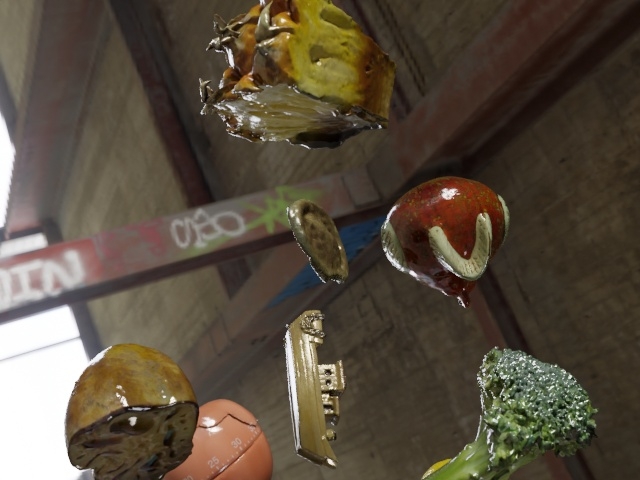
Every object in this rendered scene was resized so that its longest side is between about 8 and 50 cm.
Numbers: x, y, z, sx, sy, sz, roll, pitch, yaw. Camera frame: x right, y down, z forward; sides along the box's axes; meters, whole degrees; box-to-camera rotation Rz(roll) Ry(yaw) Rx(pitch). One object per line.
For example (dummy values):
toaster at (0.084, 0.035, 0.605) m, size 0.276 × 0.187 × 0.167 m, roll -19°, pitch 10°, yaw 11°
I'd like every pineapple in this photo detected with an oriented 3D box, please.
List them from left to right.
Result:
pineapple at (-0.019, -0.157, 0.824) m, size 0.236 × 0.186 × 0.114 m, roll 123°, pitch -23°, yaw -79°

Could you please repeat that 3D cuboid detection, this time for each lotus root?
lotus root at (-0.297, 0.246, 1.284) m, size 0.180 × 0.199 × 0.188 m, roll 58°, pitch -41°, yaw 38°

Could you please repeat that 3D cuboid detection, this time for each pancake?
pancake at (0.001, -0.001, 1.905) m, size 0.042 × 0.236 × 0.222 m, roll -25°, pitch -123°, yaw 21°

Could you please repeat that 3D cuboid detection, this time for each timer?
timer at (-0.213, 0.438, 1.713) m, size 0.215 × 0.230 × 0.229 m, roll 60°, pitch -29°, yaw 0°

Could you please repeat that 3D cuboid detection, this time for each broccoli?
broccoli at (0.323, 0.375, 1.587) m, size 0.275 × 0.353 × 0.397 m, roll 54°, pitch -50°, yaw 38°

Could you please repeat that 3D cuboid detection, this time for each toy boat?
toy boat at (-0.003, 0.183, 1.074) m, size 0.064 × 0.072 × 0.206 m, roll 105°, pitch -20°, yaw -55°

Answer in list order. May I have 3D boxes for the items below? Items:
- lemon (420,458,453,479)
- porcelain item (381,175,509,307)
lemon at (0.305, 0.581, 1.902) m, size 0.203 × 0.178 × 0.178 m, roll -123°, pitch -152°, yaw -63°
porcelain item at (0.241, 0.012, 1.590) m, size 0.253 × 0.253 × 0.253 m, roll 35°, pitch -47°, yaw 49°
